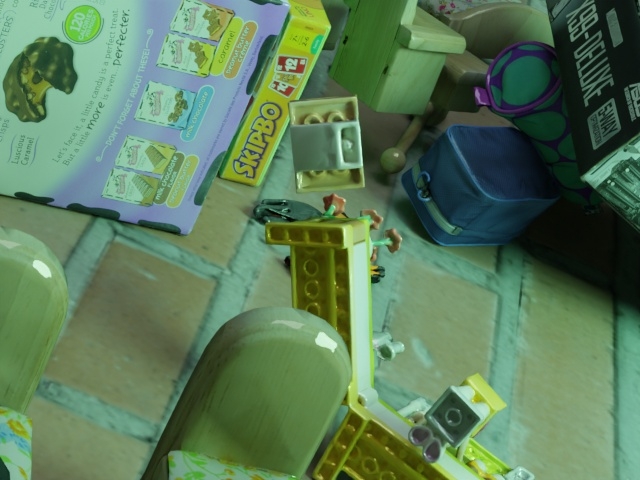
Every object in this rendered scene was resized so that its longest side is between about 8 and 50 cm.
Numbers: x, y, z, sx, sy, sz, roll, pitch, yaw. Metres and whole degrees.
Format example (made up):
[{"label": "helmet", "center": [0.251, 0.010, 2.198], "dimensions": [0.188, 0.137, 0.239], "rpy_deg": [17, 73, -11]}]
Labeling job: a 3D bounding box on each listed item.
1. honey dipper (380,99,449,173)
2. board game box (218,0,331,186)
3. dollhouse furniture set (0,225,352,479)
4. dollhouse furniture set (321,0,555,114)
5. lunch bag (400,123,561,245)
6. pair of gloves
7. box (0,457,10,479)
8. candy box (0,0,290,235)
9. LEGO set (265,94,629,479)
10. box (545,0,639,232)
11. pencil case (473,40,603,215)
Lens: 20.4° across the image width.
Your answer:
[{"label": "honey dipper", "center": [0.067, -0.082, 1.286], "dimensions": [0.030, 0.030, 0.160], "rpy_deg": [29, 29, 4]}, {"label": "board game box", "center": [-0.052, -0.159, 1.214], "dimensions": [0.039, 0.124, 0.259], "rpy_deg": [15, 30, -19]}, {"label": "dollhouse furniture set", "center": [0.032, 0.147, 0.636], "dimensions": [0.394, 0.256, 0.362], "rpy_deg": [16, 30, -20]}, {"label": "dollhouse furniture set", "center": [0.120, -0.227, 1.377], "dimensions": [0.356, 0.173, 0.303], "rpy_deg": [1, 29, -39]}, {"label": "lunch bag", "center": [0.103, -0.033, 1.200], "dimensions": [0.098, 0.065, 0.067], "rpy_deg": [1, 53, -41]}, {"label": "pair of gloves", "center": [0.000, 0.000, 1.114], "dimensions": [0.074, 0.010, 0.083], "rpy_deg": [3, 35, -36]}, {"label": "box", "center": [-0.214, 0.135, 0.474], "dimensions": [0.261, 0.103, 0.184], "rpy_deg": [-20, 36, -2]}, {"label": "candy box", "center": [-0.141, -0.105, 1.007], "dimensions": [0.196, 0.164, 0.070], "rpy_deg": [13, 31, -24]}, {"label": "LEGO set", "center": [0.054, 0.059, 0.933], "dimensions": [0.287, 0.132, 0.107], "rpy_deg": [57, 29, 9]}, {"label": "box", "center": [0.286, -0.047, 1.224], "dimensions": [0.307, 0.076, 0.242], "rpy_deg": [39, 29, -26]}, {"label": "pencil case", "center": [0.171, -0.081, 1.273], "dimensions": [0.152, 0.070, 0.064], "rpy_deg": [44, 33, -50]}]
